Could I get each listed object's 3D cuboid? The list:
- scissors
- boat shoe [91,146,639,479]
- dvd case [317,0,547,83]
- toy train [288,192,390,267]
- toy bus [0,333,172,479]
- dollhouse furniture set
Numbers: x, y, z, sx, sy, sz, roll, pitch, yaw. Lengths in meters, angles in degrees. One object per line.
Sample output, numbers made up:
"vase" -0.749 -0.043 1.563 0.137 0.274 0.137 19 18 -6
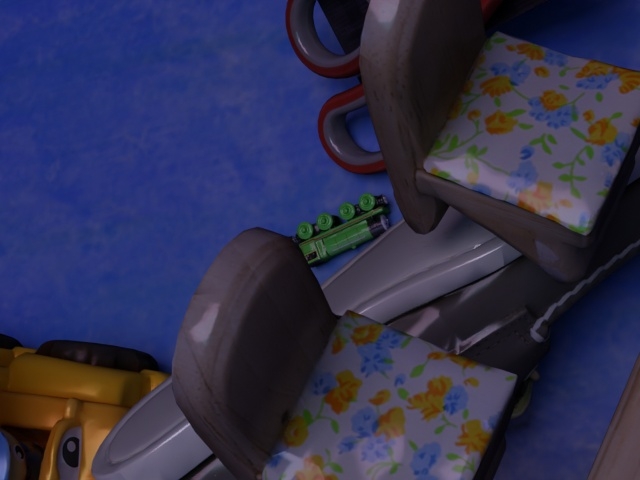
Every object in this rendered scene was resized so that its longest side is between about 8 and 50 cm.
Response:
"scissors" 0.084 -0.121 0.607 0.297 0.021 0.109 -28 86 46
"boat shoe" 0.043 0.051 0.623 0.305 0.109 0.091 -34 104 2
"dvd case" 0.027 -0.196 0.643 0.164 0.018 0.221 -22 97 48
"toy train" 0.000 0.000 0.702 0.083 0.017 0.024 -24 76 20
"toy bus" -0.200 0.106 0.666 0.220 0.211 0.150 3 76 26
"dollhouse furniture set" 0.191 -0.050 0.411 0.362 0.256 0.394 20 69 21
